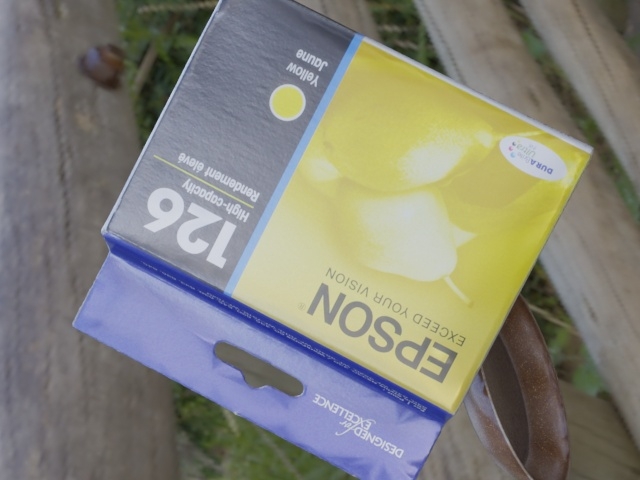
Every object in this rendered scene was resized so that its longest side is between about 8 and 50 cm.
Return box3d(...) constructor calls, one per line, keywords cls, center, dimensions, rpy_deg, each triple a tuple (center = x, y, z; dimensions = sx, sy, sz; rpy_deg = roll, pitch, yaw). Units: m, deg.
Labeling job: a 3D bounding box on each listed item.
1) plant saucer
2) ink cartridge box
box3d(cls="plant saucer", center=(0.157, 0.121, 1.178), dimensions=(0.036, 0.198, 0.198), rpy_deg=(-21, 52, 23))
box3d(cls="ink cartridge box", center=(0.000, 0.000, 1.058), dimensions=(0.307, 0.304, 0.072), rpy_deg=(-63, -5, 2))
